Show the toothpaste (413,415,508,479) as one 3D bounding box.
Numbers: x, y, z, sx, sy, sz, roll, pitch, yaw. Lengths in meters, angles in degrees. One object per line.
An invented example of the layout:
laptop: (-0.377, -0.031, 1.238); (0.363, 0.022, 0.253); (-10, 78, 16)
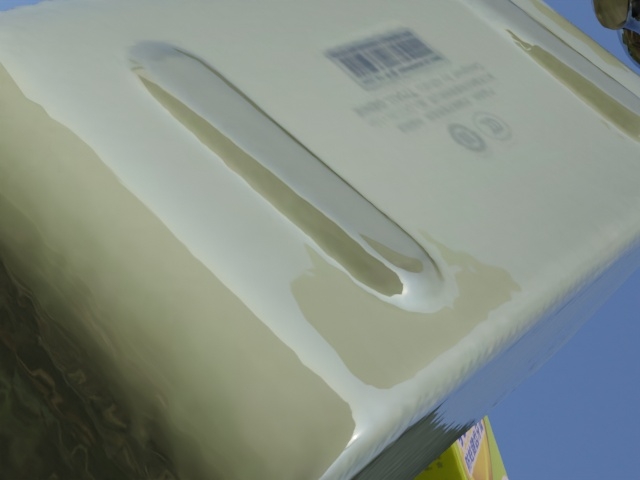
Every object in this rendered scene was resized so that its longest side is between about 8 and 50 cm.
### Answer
toothpaste: (0.081, 0.185, 0.891); (0.077, 0.110, 0.327); (-15, -79, 19)

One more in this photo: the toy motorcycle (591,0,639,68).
toy motorcycle: (0.233, -0.169, 0.890); (0.122, 0.082, 0.213); (52, -18, 32)

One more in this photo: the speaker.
speaker: (0.000, 0.000, 0.564); (0.184, 0.406, 0.183); (44, -56, 12)
